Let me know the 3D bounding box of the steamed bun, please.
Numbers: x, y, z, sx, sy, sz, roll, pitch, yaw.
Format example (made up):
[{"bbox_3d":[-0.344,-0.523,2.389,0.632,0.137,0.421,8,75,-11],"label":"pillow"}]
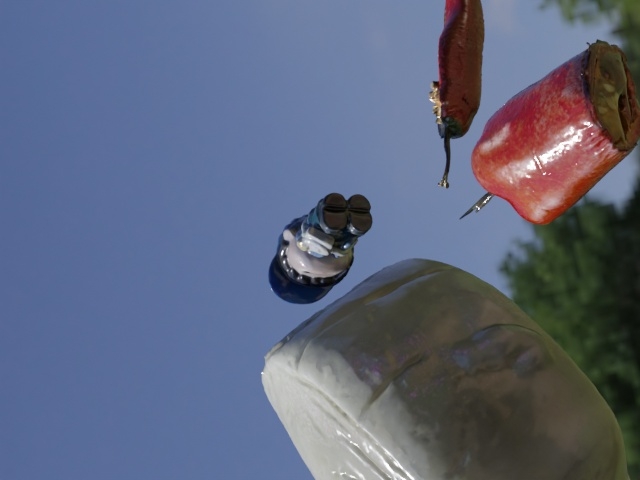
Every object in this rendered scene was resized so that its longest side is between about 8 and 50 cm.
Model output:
[{"bbox_3d":[0.138,0.190,1.873,0.383,0.247,0.236,49,160,10],"label":"steamed bun"}]

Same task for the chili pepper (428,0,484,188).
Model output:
[{"bbox_3d":[0.130,-0.169,1.880,0.059,0.050,0.268,70,-157,-57],"label":"chili pepper"}]

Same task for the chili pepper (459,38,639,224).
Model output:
[{"bbox_3d":[0.146,-0.058,1.328,0.086,0.192,0.084,-29,-98,-39],"label":"chili pepper"}]

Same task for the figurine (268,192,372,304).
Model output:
[{"bbox_3d":[0.000,0.000,1.851,0.149,0.086,0.087,120,144,-60],"label":"figurine"}]
